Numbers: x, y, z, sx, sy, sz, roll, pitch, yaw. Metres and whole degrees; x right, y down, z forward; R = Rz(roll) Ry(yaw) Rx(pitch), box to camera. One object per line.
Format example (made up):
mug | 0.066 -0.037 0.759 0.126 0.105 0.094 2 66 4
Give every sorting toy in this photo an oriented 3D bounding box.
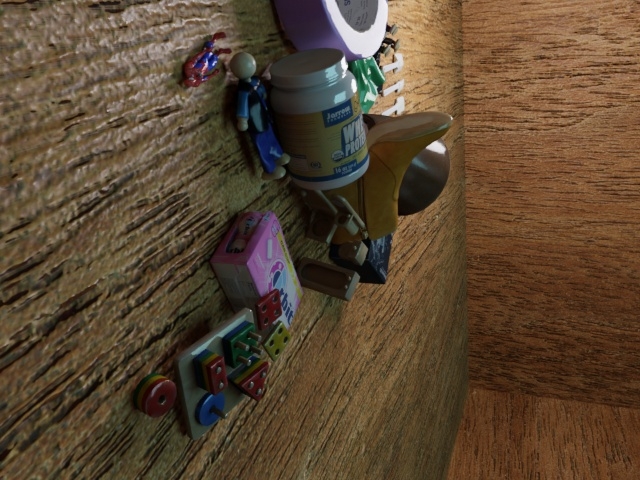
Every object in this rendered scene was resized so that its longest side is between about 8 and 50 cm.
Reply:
sorting toy | -0.114 0.176 0.778 0.274 0.046 0.132 -34 131 -45

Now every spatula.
spatula | 0.200 -0.428 1.635 0.242 0.019 0.168 -42 136 -59

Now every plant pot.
plant pot | 0.138 -0.185 1.285 0.230 0.215 0.216 19 74 -53

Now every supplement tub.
supplement tub | -0.002 -0.200 0.973 0.144 0.144 0.200 -62 147 -47

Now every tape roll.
tape roll | 0.022 -0.452 1.029 0.274 0.090 0.275 0 90 -59

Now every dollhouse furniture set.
dollhouse furniture set | 0.000 0.000 1.038 0.151 0.144 0.123 -65 147 -15

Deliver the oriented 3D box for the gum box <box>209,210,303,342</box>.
gum box | -0.091 0.054 0.884 0.107 0.062 0.188 -66 150 -42

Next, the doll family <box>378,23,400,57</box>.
doll family | 0.105 -0.460 1.278 0.076 0.111 0.193 -52 168 0

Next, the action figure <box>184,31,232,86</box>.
action figure | -0.148 -0.232 0.766 0.038 0.030 0.115 78 27 -43

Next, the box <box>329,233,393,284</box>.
box | 0.097 -0.002 1.312 0.156 0.093 0.158 50 48 -59

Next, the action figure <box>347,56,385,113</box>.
action figure | 0.062 -0.388 1.229 0.232 0.063 0.137 53 45 -48

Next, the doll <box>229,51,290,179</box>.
doll | -0.094 -0.189 0.878 0.129 0.046 0.189 -77 156 -49

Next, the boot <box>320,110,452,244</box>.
boot | 0.132 -0.115 1.152 0.104 0.295 0.211 -100 170 -59

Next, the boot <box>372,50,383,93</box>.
boot | 0.119 -0.391 1.401 0.121 0.045 0.099 -57 149 -49
